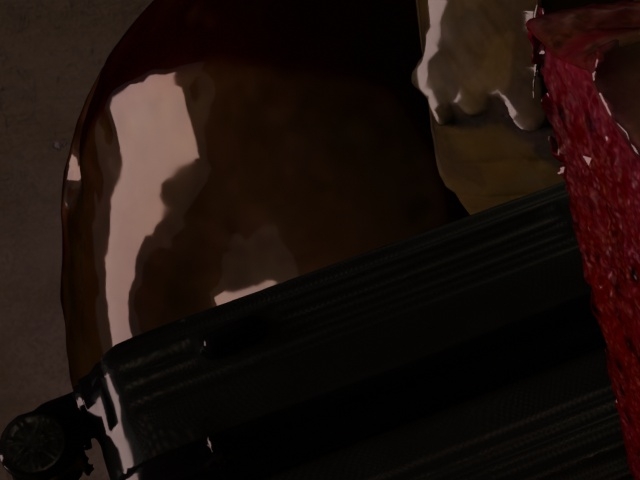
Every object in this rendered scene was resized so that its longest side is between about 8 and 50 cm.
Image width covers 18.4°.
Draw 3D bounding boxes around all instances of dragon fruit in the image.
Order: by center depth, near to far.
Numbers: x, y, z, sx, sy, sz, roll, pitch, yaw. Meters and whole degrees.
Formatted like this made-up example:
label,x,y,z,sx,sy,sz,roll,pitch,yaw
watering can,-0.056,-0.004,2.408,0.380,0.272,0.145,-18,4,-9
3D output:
label,x,y,z,sx,sy,sz,roll,pitch,yaw
dragon fruit,0.166,0.052,0.594,0.161,0.126,0.274,-120,12,-60

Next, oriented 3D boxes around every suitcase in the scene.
label,x,y,z,sx,sy,sz,roll,pitch,yaw
suitcase,0.048,0.089,0.784,0.202,0.312,0.128,79,170,-64

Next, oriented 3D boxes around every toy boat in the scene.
label,x,y,z,sx,sy,sz,roll,pitch,yaw
toy boat,0.107,-0.205,0.964,0.162,0.136,0.446,-2,-90,-57

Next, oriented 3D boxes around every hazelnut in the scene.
label,x,y,z,sx,sy,sz,roll,pitch,yaw
hazelnut,0.000,0.000,1.281,0.359,0.359,0.409,-120,36,-80
